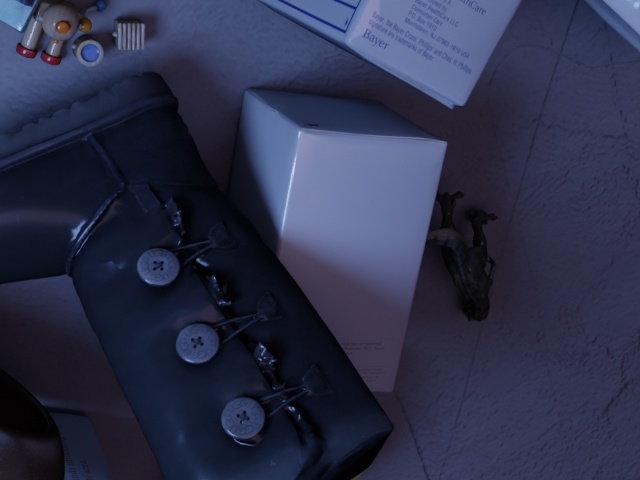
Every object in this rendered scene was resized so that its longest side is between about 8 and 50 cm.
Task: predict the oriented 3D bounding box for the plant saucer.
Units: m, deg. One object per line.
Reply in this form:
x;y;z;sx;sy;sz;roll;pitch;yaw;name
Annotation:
-0.365;0.137;1.092;0.310;0.310;0.050;36;87;-30;plant saucer

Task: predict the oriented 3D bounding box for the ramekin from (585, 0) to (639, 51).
0.366;-0.292;1.269;0.273;0.273;0.127;35;106;-30;ramekin

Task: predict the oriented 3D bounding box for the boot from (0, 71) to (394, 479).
-0.196;0.102;1.096;0.367;0.146;0.445;-31;79;-8;boot

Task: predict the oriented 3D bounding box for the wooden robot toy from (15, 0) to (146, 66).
-0.254;-0.206;1.134;0.173;0.079;0.076;13;104;-26;wooden robot toy

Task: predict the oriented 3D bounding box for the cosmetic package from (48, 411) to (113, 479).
-0.426;0.366;1.144;0.394;0.329;0.327;12;106;-26;cosmetic package

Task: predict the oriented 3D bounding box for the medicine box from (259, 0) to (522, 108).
0.096;-0.315;1.134;0.149;0.263;0.289;24;100;-30;medicine box

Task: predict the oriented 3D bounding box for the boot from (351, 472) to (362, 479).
-0.071;0.267;1.400;0.220;0.109;0.283;9;114;-22;boot

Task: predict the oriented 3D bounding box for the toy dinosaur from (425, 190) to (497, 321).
0.170;0.007;1.375;0.064;0.118;0.268;-5;153;21;toy dinosaur

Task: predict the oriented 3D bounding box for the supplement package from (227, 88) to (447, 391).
0.000;0.000;1.268;0.175;0.177;0.293;3;110;-24;supplement package

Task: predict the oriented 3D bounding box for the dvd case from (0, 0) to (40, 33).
-0.314;-0.264;1.090;0.119;0.013;0.087;31;98;2;dvd case
